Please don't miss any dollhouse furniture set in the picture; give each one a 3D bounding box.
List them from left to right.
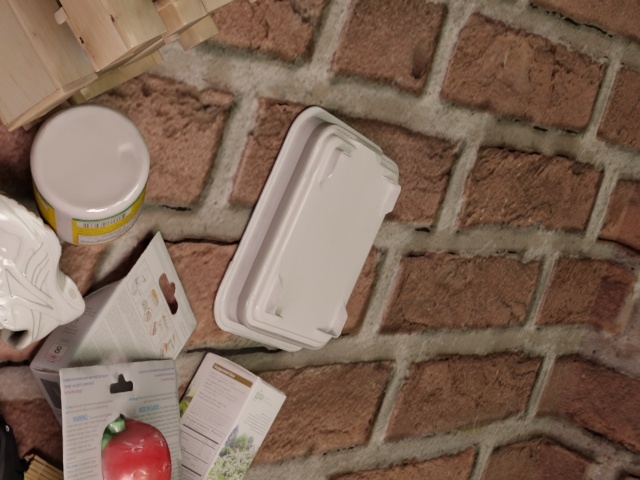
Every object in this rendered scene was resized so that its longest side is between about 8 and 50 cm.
[{"bbox_3d":[-0.186,-0.267,1.360,0.355,0.303,0.173,-36,99,-43],"label":"dollhouse furniture set"}]

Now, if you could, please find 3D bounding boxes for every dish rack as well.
[{"bbox_3d":[0.000,0.000,1.957,0.285,0.072,0.332,26,86,-58],"label":"dish rack"}]

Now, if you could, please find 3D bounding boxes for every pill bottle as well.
[{"bbox_3d":[-0.239,-0.059,1.438,0.117,0.118,0.208,-58,-179,-15],"label":"pill bottle"}]

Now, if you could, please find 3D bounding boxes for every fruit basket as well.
[{"bbox_3d":[-0.233,0.319,1.610,0.327,0.165,0.353,7,73,-74],"label":"fruit basket"}]

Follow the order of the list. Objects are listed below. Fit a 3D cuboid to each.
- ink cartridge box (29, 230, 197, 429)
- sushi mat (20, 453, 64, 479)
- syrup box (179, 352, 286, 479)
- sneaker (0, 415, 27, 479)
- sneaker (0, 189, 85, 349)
[{"bbox_3d":[-0.248,0.128,1.693,0.189,0.066,0.232,74,32,-46],"label":"ink cartridge box"},{"bbox_3d":[-0.323,0.383,1.756,0.151,0.019,0.316,-58,147,-13],"label":"sushi mat"},{"bbox_3d":[-0.153,0.281,1.877,0.237,0.096,0.093,-63,150,-8],"label":"syrup box"},{"bbox_3d":[-0.390,0.223,1.522,0.234,0.084,0.097,70,27,-50],"label":"sneaker"},{"bbox_3d":[-0.330,0.039,1.462,0.115,0.090,0.232,-47,143,-24],"label":"sneaker"}]
